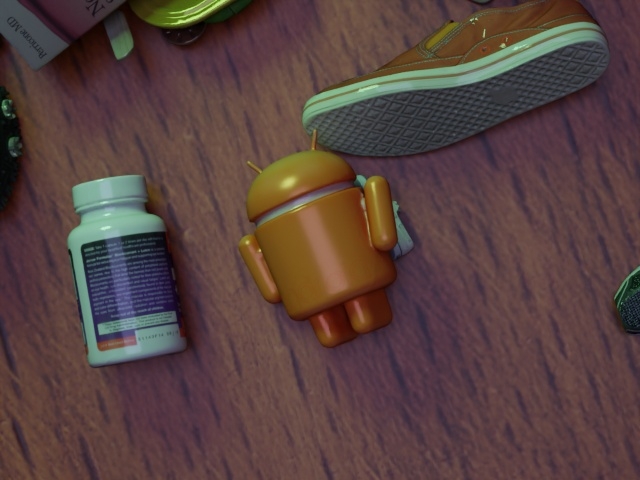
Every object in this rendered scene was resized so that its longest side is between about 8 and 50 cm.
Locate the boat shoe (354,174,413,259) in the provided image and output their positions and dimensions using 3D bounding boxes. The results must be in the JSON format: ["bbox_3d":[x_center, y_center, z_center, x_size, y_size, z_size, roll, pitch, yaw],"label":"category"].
[{"bbox_3d":[0.069,-0.029,1.833,0.035,0.035,0.100,-26,81,-25],"label":"boat shoe"}]

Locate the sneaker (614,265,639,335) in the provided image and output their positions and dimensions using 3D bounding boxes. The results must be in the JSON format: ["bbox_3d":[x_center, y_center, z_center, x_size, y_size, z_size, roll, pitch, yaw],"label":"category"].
[{"bbox_3d":[0.388,0.034,1.784,0.178,0.077,0.072,-35,84,2],"label":"sneaker"}]

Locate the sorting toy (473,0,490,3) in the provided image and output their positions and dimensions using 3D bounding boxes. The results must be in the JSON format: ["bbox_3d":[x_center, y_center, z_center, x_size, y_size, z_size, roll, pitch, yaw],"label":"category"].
[{"bbox_3d":[0.139,-0.387,1.842,0.193,0.038,0.208,25,89,4],"label":"sorting toy"}]

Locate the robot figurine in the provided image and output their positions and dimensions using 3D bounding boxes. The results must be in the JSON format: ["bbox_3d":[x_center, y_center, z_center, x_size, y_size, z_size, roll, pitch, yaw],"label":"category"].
[{"bbox_3d":[0.002,-0.001,1.787,0.128,0.158,0.219,-21,85,-26],"label":"robot figurine"}]

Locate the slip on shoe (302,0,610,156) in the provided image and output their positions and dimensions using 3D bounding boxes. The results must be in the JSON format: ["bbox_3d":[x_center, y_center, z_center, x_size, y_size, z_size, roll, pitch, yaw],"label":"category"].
[{"bbox_3d":[0.138,-0.177,1.806,0.331,0.123,0.101,-19,54,7],"label":"slip on shoe"}]

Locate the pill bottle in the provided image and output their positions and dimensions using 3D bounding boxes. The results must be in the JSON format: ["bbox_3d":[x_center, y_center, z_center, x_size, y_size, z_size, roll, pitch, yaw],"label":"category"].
[{"bbox_3d":[-0.209,0.032,1.808,0.108,0.108,0.193,-10,87,3],"label":"pill bottle"}]

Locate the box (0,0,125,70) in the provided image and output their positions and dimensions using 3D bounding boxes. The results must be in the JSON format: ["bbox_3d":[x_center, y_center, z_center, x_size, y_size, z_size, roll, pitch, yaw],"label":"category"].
[{"bbox_3d":[-0.266,-0.317,1.771,0.232,0.148,0.127,-39,45,1],"label":"box"}]

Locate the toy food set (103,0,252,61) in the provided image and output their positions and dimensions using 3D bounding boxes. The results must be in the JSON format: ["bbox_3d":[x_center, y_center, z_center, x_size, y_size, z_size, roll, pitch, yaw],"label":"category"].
[{"bbox_3d":[-0.137,-0.274,1.846,0.218,0.071,0.128,-30,62,0],"label":"toy food set"}]

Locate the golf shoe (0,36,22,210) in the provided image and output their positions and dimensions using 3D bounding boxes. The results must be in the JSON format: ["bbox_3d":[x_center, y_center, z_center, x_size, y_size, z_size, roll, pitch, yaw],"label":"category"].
[{"bbox_3d":[-0.403,-0.151,1.848,0.120,0.105,0.272,-14,81,21],"label":"golf shoe"}]
